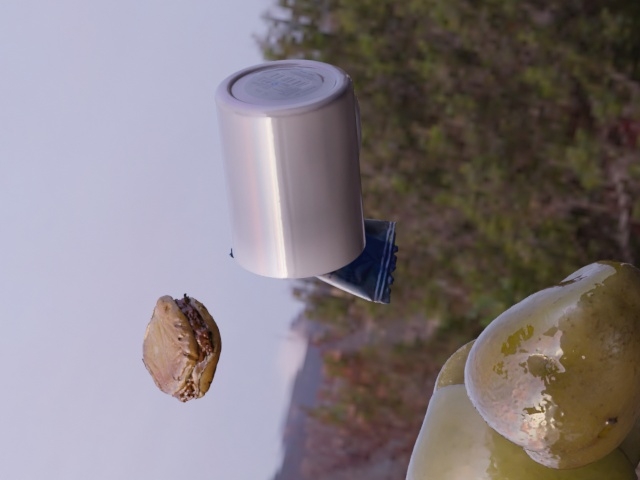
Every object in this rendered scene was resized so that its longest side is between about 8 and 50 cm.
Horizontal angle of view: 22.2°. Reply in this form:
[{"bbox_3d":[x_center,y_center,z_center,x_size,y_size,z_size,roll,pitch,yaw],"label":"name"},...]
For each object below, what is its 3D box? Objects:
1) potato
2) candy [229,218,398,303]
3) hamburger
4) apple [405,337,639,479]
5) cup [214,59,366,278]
[{"bbox_3d":[0.224,0.104,1.434,0.194,0.157,0.157,-54,-2,5],"label":"potato"},{"bbox_3d":[0.000,-0.001,1.341,0.038,0.136,0.088,108,178,-48],"label":"candy"},{"bbox_3d":[-0.110,0.086,1.305,0.076,0.044,0.083,59,138,34],"label":"hamburger"},{"bbox_3d":[0.236,0.251,1.885,0.292,0.254,0.292,19,-90,-82],"label":"apple"},{"bbox_3d":[-0.020,-0.059,1.169,0.136,0.099,0.133,-87,-8,-62],"label":"cup"}]
